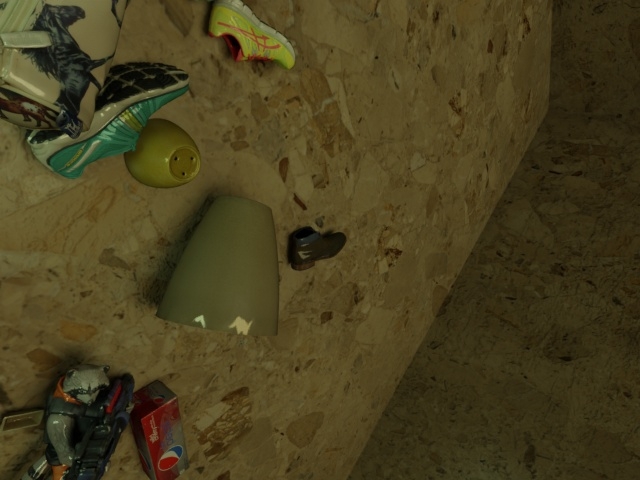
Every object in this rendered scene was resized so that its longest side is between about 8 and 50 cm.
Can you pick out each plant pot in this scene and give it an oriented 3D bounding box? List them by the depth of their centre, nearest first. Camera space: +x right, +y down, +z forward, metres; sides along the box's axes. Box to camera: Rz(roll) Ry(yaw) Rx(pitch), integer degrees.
[{"bbox_3d":[-0.281,-0.155,0.758,0.134,0.095,0.134,-28,129,-41],"label":"plant pot"},{"bbox_3d":[-0.197,0.050,0.883,0.257,0.257,0.273,21,76,-54],"label":"plant pot"}]

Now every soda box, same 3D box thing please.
[{"bbox_3d":[-0.392,0.474,0.975,0.092,0.084,0.263,-26,127,-43],"label":"soda box"}]

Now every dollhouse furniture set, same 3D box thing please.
[{"bbox_3d":[-0.540,0.317,0.705,0.114,0.081,0.090,12,100,-53],"label":"dollhouse furniture set"}]

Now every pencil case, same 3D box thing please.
[{"bbox_3d":[-0.317,-0.342,0.510,0.160,0.184,0.410,21,84,-29],"label":"pencil case"}]

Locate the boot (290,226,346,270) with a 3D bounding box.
[{"bbox_3d":[0.000,0.000,1.208,0.219,0.082,0.106,-31,134,-36],"label":"boot"}]

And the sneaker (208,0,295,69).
[{"bbox_3d":[-0.141,-0.398,0.819,0.209,0.081,0.094,20,93,-43],"label":"sneaker"}]

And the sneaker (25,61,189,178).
[{"bbox_3d":[-0.340,-0.208,0.674,0.275,0.107,0.110,-41,153,-20],"label":"sneaker"}]

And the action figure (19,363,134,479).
[{"bbox_3d":[-0.463,0.386,0.724,0.179,0.341,0.330,16,89,-16],"label":"action figure"}]
